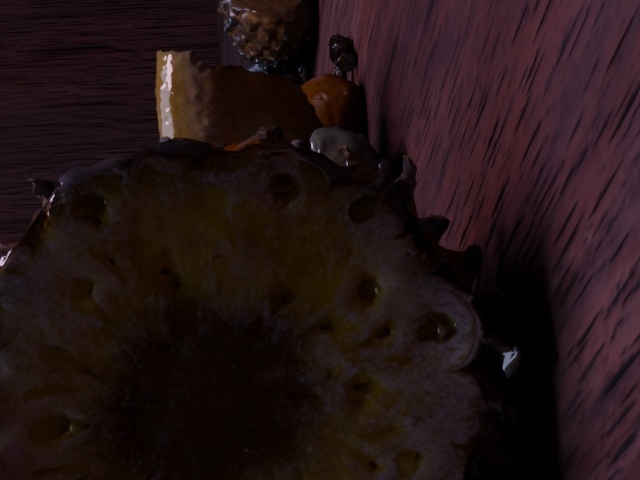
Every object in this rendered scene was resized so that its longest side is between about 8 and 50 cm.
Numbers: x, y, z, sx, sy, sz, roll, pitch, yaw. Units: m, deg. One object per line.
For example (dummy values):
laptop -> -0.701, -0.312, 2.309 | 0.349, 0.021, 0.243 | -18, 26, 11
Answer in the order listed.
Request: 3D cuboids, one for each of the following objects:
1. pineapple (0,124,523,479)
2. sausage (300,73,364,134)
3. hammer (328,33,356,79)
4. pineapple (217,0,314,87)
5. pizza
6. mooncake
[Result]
pineapple -> -0.055, 0.104, 1.066 | 0.300, 0.352, 0.352 | 109, 157, -77
sausage -> -0.005, -0.001, 1.646 | 0.076, 0.102, 0.302 | -167, 73, -75
hammer -> 0.022, -0.107, 1.716 | 0.065, 0.021, 0.178 | -110, 17, -67
pineapple -> -0.056, -0.222, 2.041 | 0.111, 0.119, 0.237 | 35, 155, 20
pizza -> -0.035, -0.020, 1.520 | 0.365, 0.073, 0.182 | 56, -132, -30
mooncake -> 0.027, -0.021, 1.439 | 0.125, 0.073, 0.130 | 57, -150, -76
